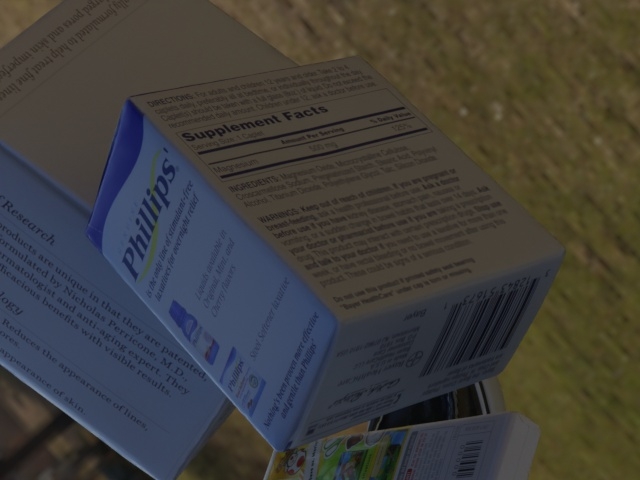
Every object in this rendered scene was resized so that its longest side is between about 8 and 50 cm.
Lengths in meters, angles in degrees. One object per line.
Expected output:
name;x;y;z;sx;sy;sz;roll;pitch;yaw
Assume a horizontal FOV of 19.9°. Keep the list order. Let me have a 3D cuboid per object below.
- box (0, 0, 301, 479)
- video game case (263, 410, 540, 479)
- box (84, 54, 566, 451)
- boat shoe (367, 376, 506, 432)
box;-0.081;-0.016;0.873;0.182;0.181;0.119;37;129;3
video game case;0.010;0.203;0.954;0.026;0.227;0.206;34;151;-28
box;0.000;0.000;0.722;0.137;0.126;0.072;46;132;29
boat shoe;0.060;0.211;1.346;0.113;0.306;0.105;12;180;27
